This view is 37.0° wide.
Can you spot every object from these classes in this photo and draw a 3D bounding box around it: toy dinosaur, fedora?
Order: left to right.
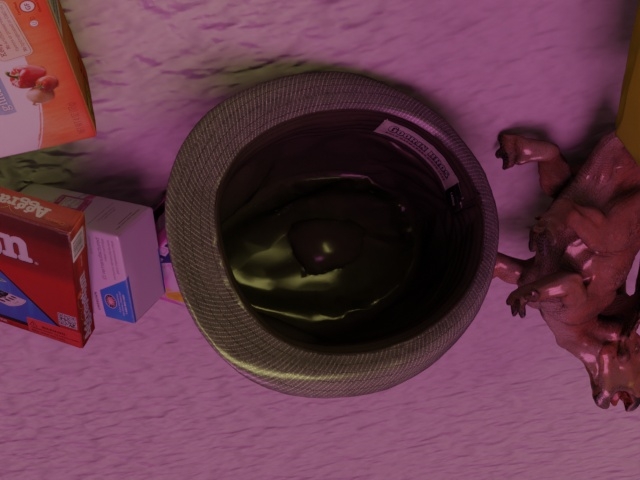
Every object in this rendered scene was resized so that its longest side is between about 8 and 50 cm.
[{"bbox_3d":[0.000,0.000,0.747,0.275,0.243,0.124,-20,177,-25],"label":"fedora"},{"bbox_3d":[0.242,0.002,0.837,0.200,0.127,0.295,0,123,-22],"label":"toy dinosaur"}]

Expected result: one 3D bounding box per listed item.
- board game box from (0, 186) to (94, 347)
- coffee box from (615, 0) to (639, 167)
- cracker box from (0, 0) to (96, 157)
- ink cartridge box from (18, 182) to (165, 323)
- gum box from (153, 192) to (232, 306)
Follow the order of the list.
[{"bbox_3d":[-0.316,-0.007,0.753,0.281,0.027,0.145,17,137,6],"label":"board game box"},{"bbox_3d":[0.400,-0.115,0.497,0.334,0.337,0.338,-17,140,-8],"label":"coffee box"},{"bbox_3d":[-0.282,-0.112,0.632,0.232,0.067,0.155,-13,151,-6],"label":"cracker box"},{"bbox_3d":[-0.198,0.009,0.791,0.122,0.052,0.088,12,126,22],"label":"ink cartridge box"},{"bbox_3d":[-0.071,0.016,0.852,0.188,0.062,0.107,20,133,-26],"label":"gum box"}]
